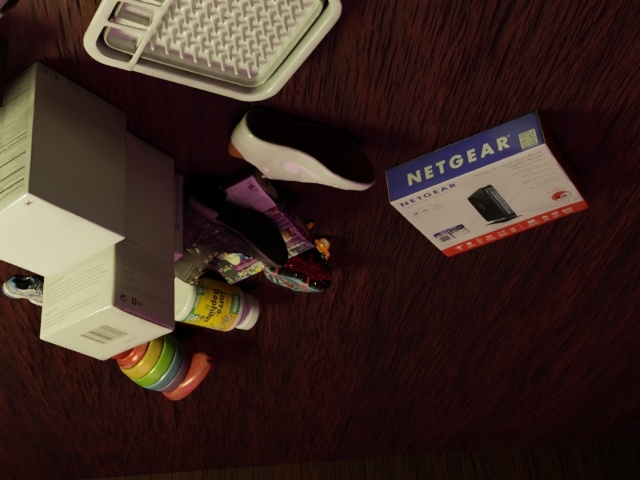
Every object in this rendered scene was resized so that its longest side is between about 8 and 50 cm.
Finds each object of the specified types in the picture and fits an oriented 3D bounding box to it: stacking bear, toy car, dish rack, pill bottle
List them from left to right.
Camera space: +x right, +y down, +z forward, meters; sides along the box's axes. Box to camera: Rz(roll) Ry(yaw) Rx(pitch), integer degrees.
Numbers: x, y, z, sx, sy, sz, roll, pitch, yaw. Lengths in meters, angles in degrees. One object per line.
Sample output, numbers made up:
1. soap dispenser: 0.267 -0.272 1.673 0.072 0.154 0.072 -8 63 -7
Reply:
1. stacking bear: -0.453 0.285 2.373 0.289 0.164 0.175 37 175 -36
2. dish rack: -0.165 -0.346 1.399 0.332 0.072 0.285 12 145 -29
3. pill bottle: -0.256 0.154 2.220 0.208 0.118 0.117 18 142 -36
4. toy car: 0.000 0.000 2.067 0.040 0.060 0.122 -40 156 -5

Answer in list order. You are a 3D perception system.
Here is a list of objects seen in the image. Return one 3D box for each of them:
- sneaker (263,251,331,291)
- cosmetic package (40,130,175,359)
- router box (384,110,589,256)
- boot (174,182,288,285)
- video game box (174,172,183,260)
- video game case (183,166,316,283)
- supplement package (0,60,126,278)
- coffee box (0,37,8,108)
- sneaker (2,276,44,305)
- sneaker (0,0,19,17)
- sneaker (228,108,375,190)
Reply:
1. sneaker: -0.098 0.059 2.097 0.125 0.104 0.262 -15 143 40
2. cosmetic package: -0.382 0.005 1.675 0.197 0.366 0.155 -23 146 31
3. router box: 0.349 -0.105 1.921 0.335 0.082 0.301 -21 148 24
4. boot: -0.216 0.018 1.885 0.263 0.091 0.229 37 128 -3
5. video game box: -0.342 -0.011 1.839 0.048 0.187 0.205 16 143 -35
6. video game case: -0.161 -0.026 1.916 0.232 0.042 0.210 -25 120 29
7. supplement package: -0.466 -0.113 1.553 0.198 0.263 0.199 -25 145 29
8. coffee box: -0.598 -0.214 1.473 0.098 0.141 0.246 17 143 -35
9. sneaker: -0.662 0.113 2.132 0.135 0.052 0.058 11 142 -29
10. sneaker: -0.617 -0.364 1.260 0.410 0.158 0.182 -9 120 8
11. sneaker: -0.038 -0.157 1.743 0.290 0.106 0.123 21 146 -23
